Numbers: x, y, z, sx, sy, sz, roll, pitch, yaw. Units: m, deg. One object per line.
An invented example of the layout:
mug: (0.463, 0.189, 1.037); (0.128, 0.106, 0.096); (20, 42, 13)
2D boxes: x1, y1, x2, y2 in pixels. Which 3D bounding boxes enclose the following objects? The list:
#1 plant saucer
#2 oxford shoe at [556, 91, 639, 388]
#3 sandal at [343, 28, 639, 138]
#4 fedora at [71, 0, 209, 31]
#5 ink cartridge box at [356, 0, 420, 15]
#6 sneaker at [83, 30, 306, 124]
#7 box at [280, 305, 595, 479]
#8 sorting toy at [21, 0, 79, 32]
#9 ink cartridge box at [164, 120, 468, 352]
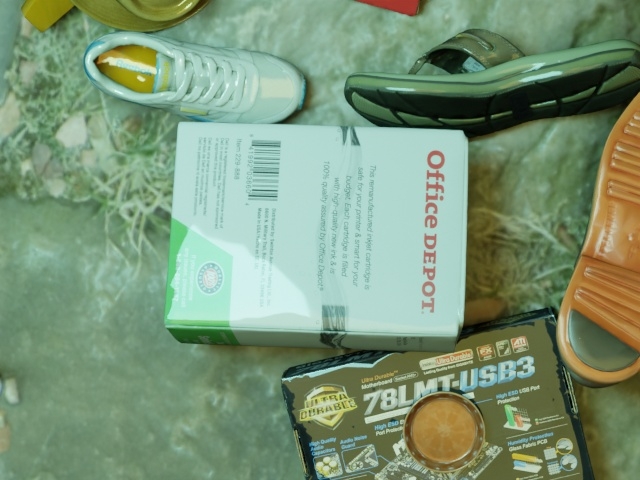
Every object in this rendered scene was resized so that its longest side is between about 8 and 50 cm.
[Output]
plant saucer: (0.125, 0.193, 1.738); (0.083, 0.013, 0.083); (0, 95, 3)
oxford shoe: (0.323, -0.023, 1.723); (0.130, 0.133, 0.364); (26, 80, 8)
sandal: (0.174, -0.167, 1.725); (0.302, 0.120, 0.086); (-8, 69, 3)
fedora: (-0.170, -0.278, 1.697); (0.194, 0.079, 0.194); (-12, 127, -15)
ink cartridge box: (0.061, -0.333, 1.679); (0.134, 0.231, 0.078); (16, 57, 1)
sneaker: (-0.129, -0.160, 1.743); (0.228, 0.092, 0.087); (8, 96, 2)
box: (0.134, 0.244, 1.784); (0.295, 0.073, 0.293); (-14, 93, 5)
sorting toy: (-0.214, -0.359, 1.698); (0.307, 0.041, 0.229); (-39, 130, 7)
ink cartridge box: (0.000, 0.000, 1.710); (0.289, 0.121, 0.211); (3, 77, 4)
